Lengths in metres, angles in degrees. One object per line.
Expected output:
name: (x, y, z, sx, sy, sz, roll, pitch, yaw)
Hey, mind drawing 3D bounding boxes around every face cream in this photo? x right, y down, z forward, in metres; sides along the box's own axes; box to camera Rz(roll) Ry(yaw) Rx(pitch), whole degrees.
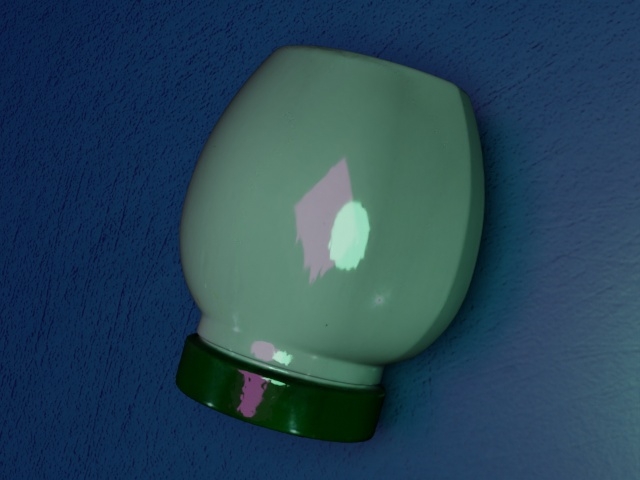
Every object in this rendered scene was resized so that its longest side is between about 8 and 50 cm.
face cream: (0.000, 0.000, 0.971, 0.313, 0.219, 0.356, 17, 91, 29)
